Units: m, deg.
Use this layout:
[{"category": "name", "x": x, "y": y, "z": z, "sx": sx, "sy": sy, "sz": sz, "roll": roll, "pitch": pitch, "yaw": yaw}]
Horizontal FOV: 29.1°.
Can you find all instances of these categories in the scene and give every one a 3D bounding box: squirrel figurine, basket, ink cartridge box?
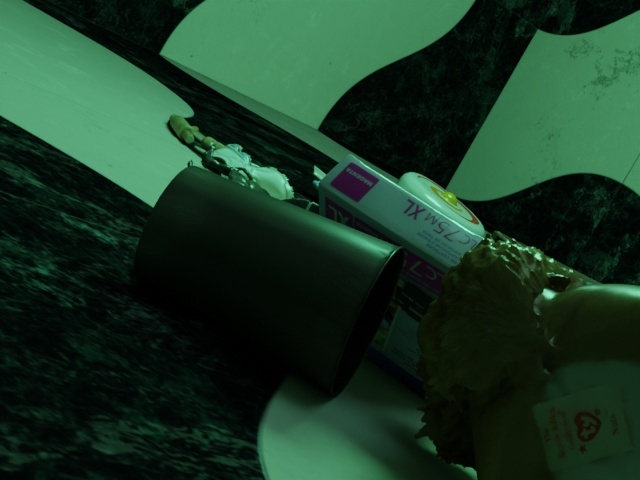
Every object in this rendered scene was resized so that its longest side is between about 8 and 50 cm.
[{"category": "squirrel figurine", "x": 0.269, "y": 0.167, "z": 1.094, "sx": 0.397, "sy": 0.281, "sz": 0.370, "roll": 38, "pitch": 6, "yaw": 33}, {"category": "basket", "x": -0.053, "y": 0.031, "z": 1.201, "sx": 0.227, "sy": 0.154, "sz": 0.204, "roll": 26, "pitch": -16, "yaw": 11}, {"category": "ink cartridge box", "x": 0.084, "y": 0.067, "z": 1.341, "sx": 0.186, "sy": 0.065, "sz": 0.311, "roll": 34, "pitch": -28, "yaw": 24}]

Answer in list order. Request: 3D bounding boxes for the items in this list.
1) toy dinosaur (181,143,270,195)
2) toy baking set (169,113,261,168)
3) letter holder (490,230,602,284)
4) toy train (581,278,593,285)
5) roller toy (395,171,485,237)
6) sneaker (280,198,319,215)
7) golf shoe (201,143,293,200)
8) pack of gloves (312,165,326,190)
[{"category": "toy dinosaur", "x": -0.145, "y": -0.083, "z": 1.850, "sx": 0.118, "sy": 0.064, "sz": 0.268, "roll": 37, "pitch": 13, "yaw": 6}, {"category": "toy baking set", "x": -0.186, "y": -0.171, "z": 2.295, "sx": 0.196, "sy": 0.030, "sz": 0.256, "roll": 26, "pitch": 9, "yaw": -20}, {"category": "letter holder", "x": 0.409, "y": 0.139, "z": 2.059, "sx": 0.302, "sy": 0.152, "sz": 0.214, "roll": 25, "pitch": 12, "yaw": -29}, {"category": "toy train", "x": 0.258, "y": 0.113, "z": 1.631, "sx": 0.248, "sy": 0.143, "sz": 0.105, "roll": -6, "pitch": 71, "yaw": -45}, {"category": "roller toy", "x": 0.196, "y": -0.028, "z": 2.252, "sx": 0.209, "sy": 0.146, "sz": 0.191, "roll": 23, "pitch": 20, "yaw": -46}, {"category": "sneaker", "x": 0.000, "y": 0.000, "z": 1.819, "sx": 0.208, "sy": 0.081, "sz": 0.094, "roll": 26, "pitch": -7, "yaw": -22}, {"category": "golf shoe", "x": -0.125, "y": -0.097, "z": 2.035, "sx": 0.176, "sy": 0.069, "sz": 0.086, "roll": 32, "pitch": 29, "yaw": 33}, {"category": "pack of gloves", "x": 0.065, "y": -0.044, "z": 2.397, "sx": 0.232, "sy": 0.046, "sz": 0.195, "roll": 39, "pitch": 8, "yaw": -8}]
